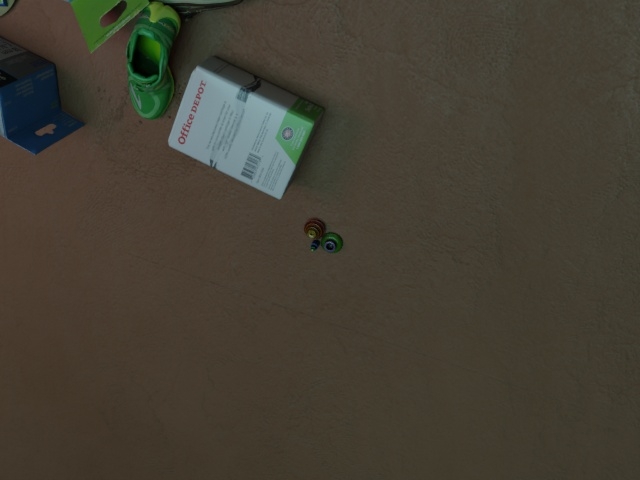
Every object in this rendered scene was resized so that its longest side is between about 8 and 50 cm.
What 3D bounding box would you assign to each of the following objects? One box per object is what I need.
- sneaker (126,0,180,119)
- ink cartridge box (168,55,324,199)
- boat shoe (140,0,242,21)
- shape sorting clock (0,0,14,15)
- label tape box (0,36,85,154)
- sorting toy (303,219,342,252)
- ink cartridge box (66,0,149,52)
[{"bbox_3d":[-0.368,-0.361,1.719,0.110,0.123,0.295,22,141,2],"label":"sneaker"},{"bbox_3d":[-0.159,-0.242,1.753,0.273,0.114,0.198,26,118,0],"label":"ink cartridge box"},{"bbox_3d":[-0.272,-0.501,1.683,0.258,0.095,0.095,8,150,13],"label":"boat shoe"},{"bbox_3d":[-0.753,-0.581,1.778,0.206,0.040,0.206,4,116,8],"label":"shape sorting clock"},{"bbox_3d":[-0.691,-0.338,1.769,0.334,0.240,0.105,27,117,-1],"label":"label tape box"},{"bbox_3d":[0.000,0.000,1.873,0.102,0.042,0.061,40,118,-7],"label":"sorting toy"},{"bbox_3d":[-0.475,-0.539,1.640,0.189,0.097,0.255,-31,76,25],"label":"ink cartridge box"}]
